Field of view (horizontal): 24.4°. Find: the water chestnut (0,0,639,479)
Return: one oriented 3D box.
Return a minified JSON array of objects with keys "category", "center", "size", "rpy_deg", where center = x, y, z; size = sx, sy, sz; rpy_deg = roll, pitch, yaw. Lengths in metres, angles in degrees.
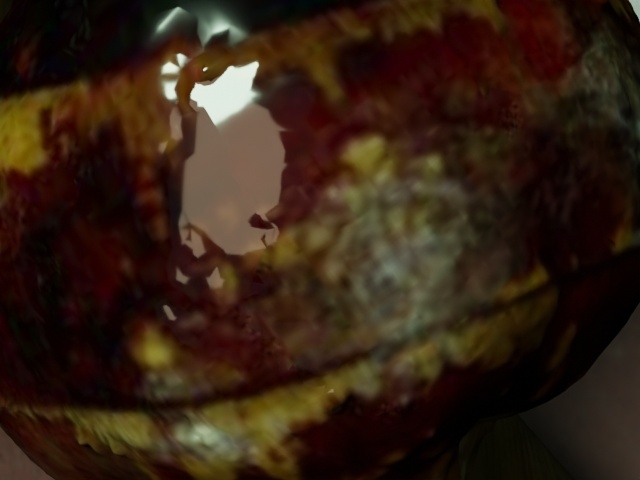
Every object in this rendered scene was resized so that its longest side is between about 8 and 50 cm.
[{"category":"water chestnut","center":[0.000,0.000,0.437],"size":[0.223,0.223,0.238],"rpy_deg":[-20,98,30]}]

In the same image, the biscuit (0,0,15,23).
[{"category":"biscuit","center":[-0.171,-0.015,0.537],"size":[0.091,0.274,0.213],"rpy_deg":[11,72,-9]}]

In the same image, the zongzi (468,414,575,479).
[{"category":"zongzi","center":[0.110,0.131,0.458],"size":[0.194,0.099,0.198],"rpy_deg":[-1,81,28]}]
